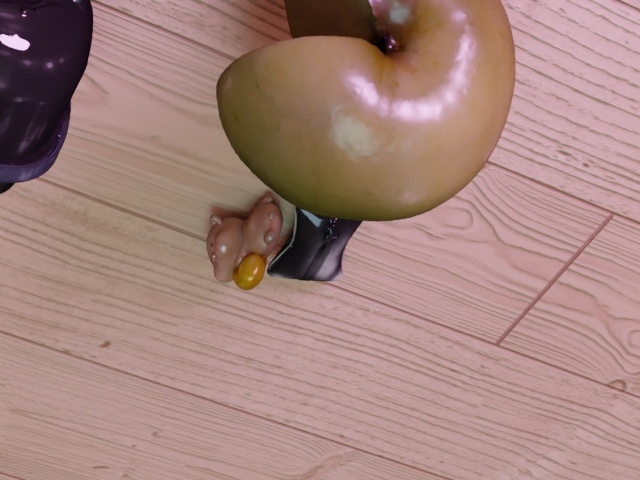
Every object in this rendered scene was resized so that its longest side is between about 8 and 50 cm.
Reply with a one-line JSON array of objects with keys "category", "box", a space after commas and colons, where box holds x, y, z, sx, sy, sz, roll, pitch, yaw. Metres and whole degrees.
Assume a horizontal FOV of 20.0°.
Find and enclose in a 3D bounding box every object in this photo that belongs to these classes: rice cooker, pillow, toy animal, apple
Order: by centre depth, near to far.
[{"category": "rice cooker", "box": [-0.344, -0.187, 1.738, 0.267, 0.267, 0.224, 17, 128, -19]}, {"category": "apple", "box": [0.042, -0.157, 1.761, 0.291, 0.292, 0.254, 5, 161, -9]}, {"category": "toy animal", "box": [-0.093, 0.004, 2.049, 0.082, 0.091, 0.114, 22, 132, -5]}, {"category": "pillow", "box": [-0.001, -0.002, 2.068, 0.091, 0.055, 0.136, -20, 150, -36]}]
